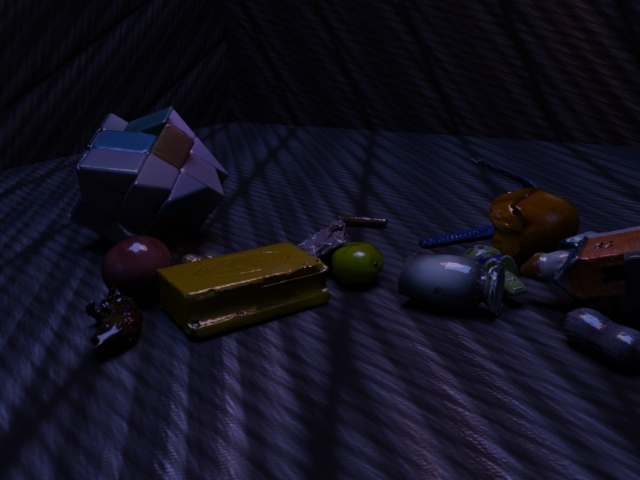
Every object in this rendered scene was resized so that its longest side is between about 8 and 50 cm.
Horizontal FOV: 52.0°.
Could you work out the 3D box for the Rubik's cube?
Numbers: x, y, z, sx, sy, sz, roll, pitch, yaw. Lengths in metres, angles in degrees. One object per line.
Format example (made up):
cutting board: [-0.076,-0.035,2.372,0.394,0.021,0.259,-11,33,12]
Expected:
Rubik's cube: [-0.474,-0.150,1.791,0.368,0.358,0.387,30,40,-18]

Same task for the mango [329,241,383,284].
mango: [0.081,0.045,1.496,0.117,0.089,0.163,-17,18,-1]

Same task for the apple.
apple: [-0.394,0.063,1.410,0.153,0.120,0.153,-21,-20,-8]

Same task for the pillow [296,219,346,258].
pillow: [0.000,0.000,1.604,0.135,0.049,0.248,-31,7,8]

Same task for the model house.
model house: [0.548,0.080,1.276,0.300,0.190,0.271,-7,15,34]

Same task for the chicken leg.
chicken leg: [-0.395,0.154,1.261,0.105,0.063,0.234,-13,22,-18]

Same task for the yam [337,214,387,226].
yam: [0.121,-0.056,1.898,0.145,0.032,0.032,4,19,19]

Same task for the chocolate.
chocolate: [0.486,0.166,1.128,0.072,0.072,0.167,-10,22,-23]

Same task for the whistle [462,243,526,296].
whistle: [0.372,0.066,1.416,0.105,0.085,0.227,-14,20,-8]

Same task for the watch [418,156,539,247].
watch: [0.433,-0.066,1.728,0.274,0.276,0.068,13,29,-34]

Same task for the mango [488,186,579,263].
mango: [0.518,-0.039,1.601,0.350,0.201,0.199,-12,63,-51]

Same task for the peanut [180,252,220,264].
peanut: [-0.278,0.056,1.565,0.113,0.054,0.054,1,18,-4]

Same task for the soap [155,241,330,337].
soap: [-0.158,0.093,1.368,0.324,0.096,0.204,-13,21,-30]

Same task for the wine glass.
wine glass: [0.267,0.084,1.327,0.204,0.111,0.111,10,21,27]
